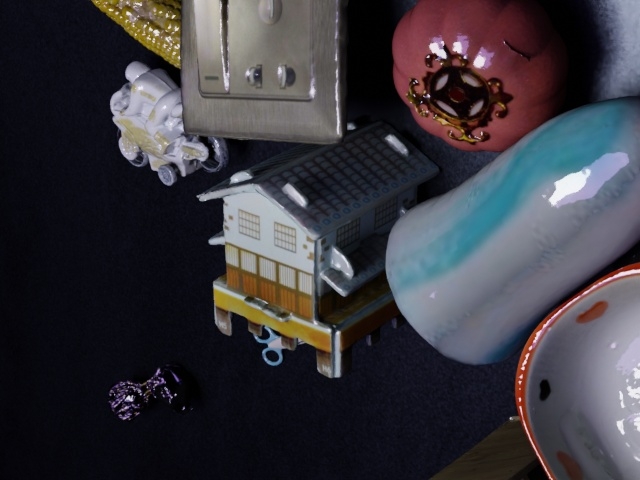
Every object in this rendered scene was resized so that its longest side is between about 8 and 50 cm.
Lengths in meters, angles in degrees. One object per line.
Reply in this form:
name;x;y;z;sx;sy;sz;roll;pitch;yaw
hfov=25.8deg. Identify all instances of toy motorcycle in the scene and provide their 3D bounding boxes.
toy motorcycle;-0.197;-0.152;1.740;0.229;0.074;0.151;8;120;50

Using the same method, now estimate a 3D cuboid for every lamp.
lamp;0.159;-0.174;1.367;0.182;0.140;0.182;20;137;21

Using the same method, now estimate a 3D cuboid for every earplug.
earplug;0.224;-0.025;1.319;0.185;0.185;0.324;57;139;6

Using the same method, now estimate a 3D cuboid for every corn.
corn;-0.229;-0.305;1.686;0.320;0.097;0.097;40;131;19

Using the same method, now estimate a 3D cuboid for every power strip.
power strip;-0.049;-0.237;1.528;0.251;0.092;0.257;7;101;38

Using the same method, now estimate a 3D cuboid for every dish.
dish;0.319;0.150;1.295;0.256;0.117;0.256;-6;80;34

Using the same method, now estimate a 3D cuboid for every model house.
model house;0.000;0.000;1.522;0.198;0.224;0.215;18;121;36

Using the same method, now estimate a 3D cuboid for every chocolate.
chocolate;-0.230;0.213;1.960;0.147;0.070;0.072;-14;89;35

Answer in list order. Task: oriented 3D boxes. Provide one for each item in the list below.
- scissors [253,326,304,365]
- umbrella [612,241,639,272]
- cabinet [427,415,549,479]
scissors;-0.043;0.127;1.769;0.119;0.014;0.058;-17;98;49
umbrella;0.312;0.096;1.400;0.066;0.059;0.235;39;134;54
cabinet;0.229;0.294;1.458;0.148;0.215;0.175;-19;95;44
